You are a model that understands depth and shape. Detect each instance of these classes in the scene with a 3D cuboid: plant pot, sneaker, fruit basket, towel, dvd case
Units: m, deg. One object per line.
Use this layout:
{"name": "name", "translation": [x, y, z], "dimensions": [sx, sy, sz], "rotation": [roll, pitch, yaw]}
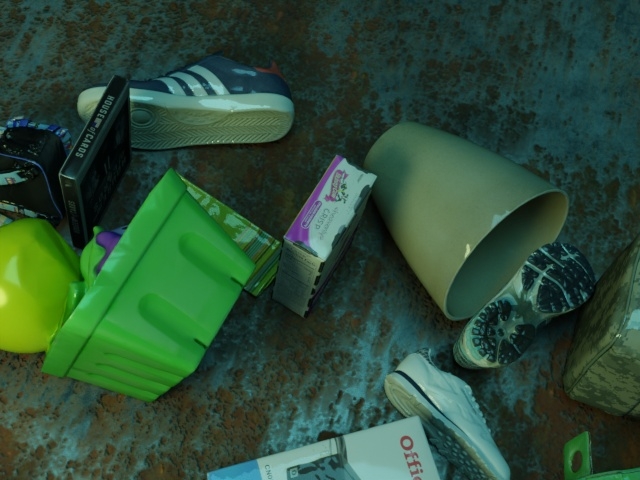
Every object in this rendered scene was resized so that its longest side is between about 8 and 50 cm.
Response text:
{"name": "plant pot", "translation": [0.201, -0.060, 1.436], "dimensions": [0.256, 0.256, 0.274], "rotation": [-31, 58, -20]}
{"name": "sneaker", "translation": [0.204, 0.262, 1.357], "dimensions": [0.095, 0.090, 0.235], "rotation": [-35, 76, -31]}
{"name": "fruit basket", "translation": [-0.319, 0.053, 1.218], "dimensions": [0.392, 0.392, 0.283], "rotation": [27, 64, 5]}
{"name": "towel", "translation": [-0.166, -0.012, 1.462], "dimensions": [0.237, 0.021, 0.102], "rotation": [34, 64, 8]}
{"name": "sneaker", "translation": [-0.222, -0.244, 1.514], "dimensions": [0.350, 0.131, 0.148], "rotation": [1, 58, -14]}
{"name": "dvd case", "translation": [-0.331, -0.110, 1.362], "dimensions": [0.029, 0.239, 0.179], "rotation": [21, 64, 0]}
{"name": "sneaker", "translation": [0.308, 0.101, 1.422], "dimensions": [0.283, 0.122, 0.110], "rotation": [-33, 84, -27]}

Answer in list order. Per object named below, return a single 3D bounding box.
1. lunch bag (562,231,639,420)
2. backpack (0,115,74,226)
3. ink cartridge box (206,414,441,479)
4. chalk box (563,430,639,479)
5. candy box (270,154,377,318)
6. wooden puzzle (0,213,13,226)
{"name": "lunch bag", "translation": [0.524, 0.151, 1.336], "dimensions": [0.256, 0.305, 0.212], "rotation": [21, 64, 8]}
{"name": "backpack", "translation": [-0.473, -0.113, 1.397], "dimensions": [0.173, 0.158, 0.117], "rotation": [11, 55, 10]}
{"name": "ink cartridge box", "translation": [0.018, 0.391, 1.240], "dimensions": [0.307, 0.129, 0.223], "rotation": [-12, 67, -14]}
{"name": "chalk box", "translation": [0.377, 0.416, 1.256], "dimensions": [0.179, 0.180, 0.289], "rotation": [-7, 65, -12]}
{"name": "candy box", "translation": [0.000, 0.000, 1.363], "dimensions": [0.071, 0.233, 0.159], "rotation": [29, 64, 5]}
{"name": "wooden puzzle", "translation": [-0.514, -0.022, 1.423], "dimensions": [0.083, 0.006, 0.049], "rotation": [27, 64, 4]}
